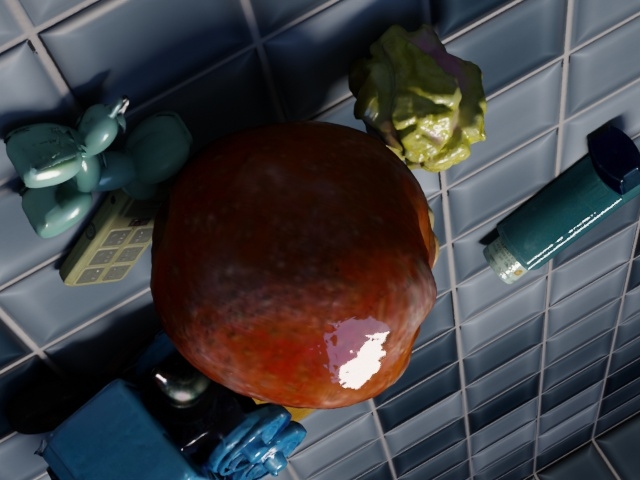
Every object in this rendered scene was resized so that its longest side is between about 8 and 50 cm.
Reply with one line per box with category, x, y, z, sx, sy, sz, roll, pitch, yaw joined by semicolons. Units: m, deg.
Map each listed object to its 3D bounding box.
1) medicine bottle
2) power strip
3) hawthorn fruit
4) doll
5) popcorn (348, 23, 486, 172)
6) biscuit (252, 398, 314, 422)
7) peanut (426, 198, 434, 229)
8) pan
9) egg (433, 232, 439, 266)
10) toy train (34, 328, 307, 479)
medicine bottle;0.326;-0.042;1.846;0.258;0.079;0.124;-40;159;20
power strip;-0.187;-0.013;1.339;0.076;0.028;0.169;-6;146;-44
hawthorn fruit;-0.016;0.019;1.251;0.284;0.284;0.284;-26;156;-13
doll;-0.186;-0.066;1.199;0.158;0.059;0.159;-27;155;-10
popcorn;0.092;-0.132;1.304;0.126;0.145;0.126;-29;164;13
biscuit;-0.072;0.221;1.935;0.158;0.035;0.240;-28;157;-14
peanut;0.000;0.000;1.506;0.274;0.111;0.125;-10;164;-34
pan;-0.258;0.163;1.589;0.212;0.040;0.115;-32;162;1
egg;0.102;0.014;1.681;0.096;0.080;0.080;-6;146;-39
toy train;-0.169;0.234;1.601;0.265;0.188;0.300;-39;165;-3
